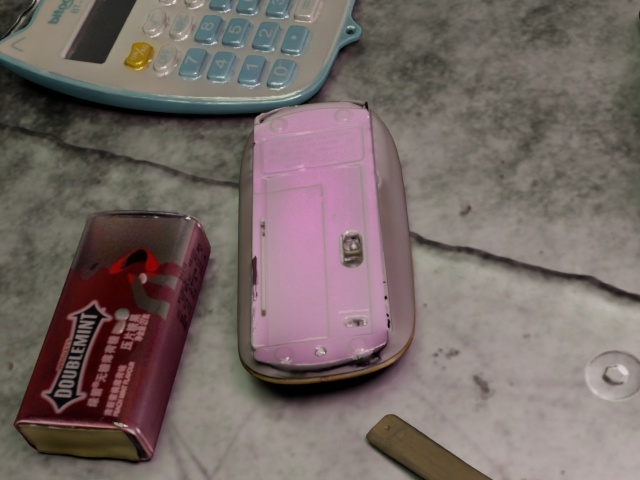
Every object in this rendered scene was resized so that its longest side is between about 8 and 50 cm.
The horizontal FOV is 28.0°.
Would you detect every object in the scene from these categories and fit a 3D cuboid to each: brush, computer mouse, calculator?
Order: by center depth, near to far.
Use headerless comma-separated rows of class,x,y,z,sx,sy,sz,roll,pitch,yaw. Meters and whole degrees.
brush,0.113,0.193,1.004,0.034,0.028,0.190,-41,47,-23
computer mouse,0.000,0.000,1.151,0.158,0.072,0.310,-8,51,6
calculator,-0.141,-0.237,1.388,0.386,0.054,0.256,7,54,17

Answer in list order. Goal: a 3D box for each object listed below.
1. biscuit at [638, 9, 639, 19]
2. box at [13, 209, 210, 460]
biscuit,0.415,-0.256,1.210,0.164,0.047,0.208,44,104,36
box,-0.179,0.081,1.137,0.120,0.069,0.224,3,55,16
